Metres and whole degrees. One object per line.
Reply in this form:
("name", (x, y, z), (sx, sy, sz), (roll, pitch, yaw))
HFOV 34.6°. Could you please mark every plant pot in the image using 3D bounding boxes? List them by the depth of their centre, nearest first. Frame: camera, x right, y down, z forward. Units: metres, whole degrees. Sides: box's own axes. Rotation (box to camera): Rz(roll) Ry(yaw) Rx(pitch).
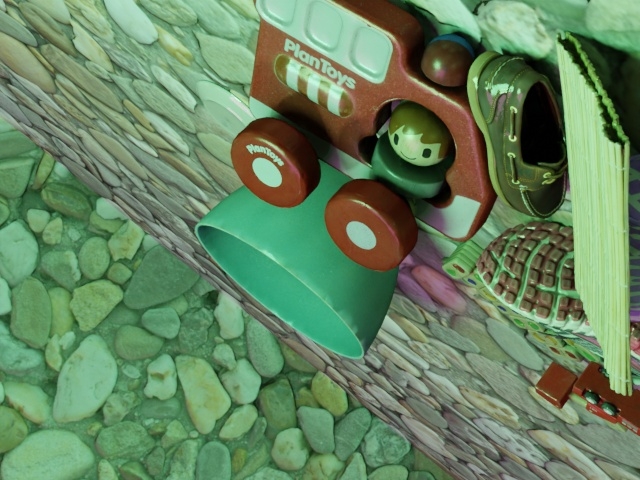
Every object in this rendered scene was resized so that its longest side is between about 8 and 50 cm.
("plant pot", (0.000, 0.000, 1.431), (0.290, 0.195, 0.290), (35, 164, 12))

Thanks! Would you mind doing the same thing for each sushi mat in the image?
("sushi mat", (0.241, -0.015, 0.901), (0.151, 0.019, 0.316), (-98, -7, -47))

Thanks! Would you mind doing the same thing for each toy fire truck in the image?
("toy fire truck", (0.052, -0.132, 1.050), (0.302, 0.169, 0.254), (33, 145, 15))
("toy fire truck", (0.369, 0.213, 1.318), (0.192, 0.047, 0.135), (34, 165, 22))

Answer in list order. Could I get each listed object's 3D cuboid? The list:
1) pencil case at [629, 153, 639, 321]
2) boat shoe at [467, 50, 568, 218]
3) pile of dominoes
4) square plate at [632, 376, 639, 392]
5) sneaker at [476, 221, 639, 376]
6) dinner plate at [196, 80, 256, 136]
("pencil case", (0.307, 0.005, 0.962), (0.088, 0.086, 0.206), (24, 160, 26))
("boat shoe", (0.198, -0.086, 0.968), (0.073, 0.073, 0.207), (31, 163, 42))
("pile of dominoes", (0.275, 0.098, 1.387), (0.251, 0.040, 0.196), (39, 164, -2))
("square plate", (0.549, 0.256, 1.207), (0.344, 0.049, 0.347), (40, 165, -8))
("sneaker", (0.302, 0.083, 1.118), (0.299, 0.121, 0.112), (29, 157, 28))
("dinner plate", (-0.135, -0.186, 1.545), (0.141, 0.017, 0.141), (36, 166, 11))
